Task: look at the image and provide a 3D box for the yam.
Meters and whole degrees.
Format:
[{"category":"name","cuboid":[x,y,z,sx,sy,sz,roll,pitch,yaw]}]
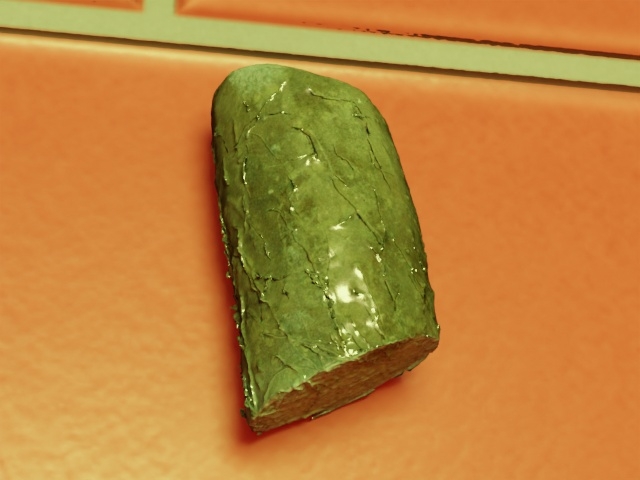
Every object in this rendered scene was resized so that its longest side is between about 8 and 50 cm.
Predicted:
[{"category":"yam","cuboid":[0.000,0.000,1.003,0.107,0.107,0.183,-5,66,-14]}]
